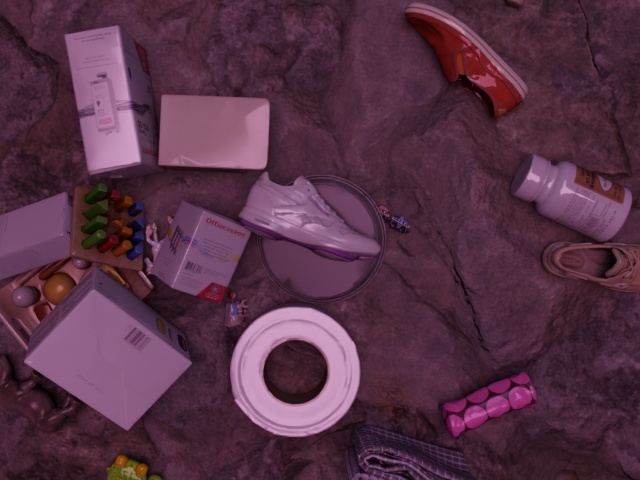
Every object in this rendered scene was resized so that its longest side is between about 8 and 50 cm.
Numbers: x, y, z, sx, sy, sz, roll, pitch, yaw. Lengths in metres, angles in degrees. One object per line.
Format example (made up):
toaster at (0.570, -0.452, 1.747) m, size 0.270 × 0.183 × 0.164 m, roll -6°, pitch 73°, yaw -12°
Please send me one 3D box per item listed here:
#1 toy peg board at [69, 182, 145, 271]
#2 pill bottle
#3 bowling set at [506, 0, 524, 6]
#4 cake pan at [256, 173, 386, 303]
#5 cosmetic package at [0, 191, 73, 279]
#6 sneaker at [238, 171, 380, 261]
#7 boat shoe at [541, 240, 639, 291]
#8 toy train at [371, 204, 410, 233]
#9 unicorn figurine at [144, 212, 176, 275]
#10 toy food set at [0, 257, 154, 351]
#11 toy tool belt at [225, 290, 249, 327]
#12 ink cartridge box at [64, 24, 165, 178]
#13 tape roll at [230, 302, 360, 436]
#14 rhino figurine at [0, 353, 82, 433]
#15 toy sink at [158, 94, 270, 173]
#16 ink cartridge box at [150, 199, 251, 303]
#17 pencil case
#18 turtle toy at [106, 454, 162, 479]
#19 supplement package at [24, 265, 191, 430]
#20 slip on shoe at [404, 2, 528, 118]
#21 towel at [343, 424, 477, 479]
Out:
toy peg board at (-0.431, -0.034, 1.450) m, size 0.079 × 0.160 × 0.161 m, roll -26°, pitch 59°, yaw 39°
pill bottle at (0.543, -0.099, 1.503) m, size 0.229 × 0.131 × 0.131 m, roll 24°, pitch 90°, yaw -1°
bowling set at (0.367, -0.642, 1.471) m, size 0.287 × 0.200 × 0.154 m, roll 22°, pitch 89°, yaw -5°
cake pan at (0.000, 0.000, 1.521) m, size 0.293 × 0.054 × 0.293 m, roll 0°, pitch 94°, yaw 4°
cosmetic package at (-0.622, -0.006, 1.471) m, size 0.231 × 0.085 × 0.117 m, roll -16°, pitch 57°, yaw 12°
sneaker at (-0.010, -0.051, 1.433) m, size 0.305 × 0.114 × 0.152 m, roll 20°, pitch 79°, yaw -4°
boat shoe at (0.652, 0.056, 1.520) m, size 0.302 × 0.098 × 0.109 m, roll 8°, pitch 90°, yaw -1°
toy train at (0.136, -0.063, 1.552) m, size 0.158 × 0.027 × 0.036 m, roll 30°, pitch 78°, yaw 0°
unicorn figurine at (-0.346, 0.008, 1.527) m, size 0.161 × 0.060 × 0.111 m, roll -21°, pitch 101°, yaw -6°
toy food set at (-0.548, 0.112, 1.511) m, size 0.306 × 0.092 × 0.220 m, roll -39°, pitch 90°, yaw 0°
toy tool belt at (-0.185, 0.155, 1.543) m, size 0.051 × 0.052 × 0.083 m, roll 3°, pitch 94°, yaw -32°
ink cartridge box at (-0.427, -0.280, 1.453) m, size 0.117 × 0.207 × 0.283 m, roll -10°, pitch 91°, yaw 1°
tape roll at (-0.056, 0.282, 1.515) m, size 0.286 × 0.100 × 0.286 m, roll 0°, pitch 91°, yaw -1°
rhino figurine at (-0.653, 0.334, 1.522) m, size 0.243 × 0.073 × 0.106 m, roll 34°, pitch 87°, yaw 1°
toy sink at (-0.219, -0.227, 1.495) m, size 0.234 × 0.131 × 0.153 m, roll 2°, pitch 90°, yaw 4°
ink cartridge box at (-0.257, 0.022, 1.476) m, size 0.128 × 0.127 × 0.176 m, roll 25°, pitch 90°, yaw -36°
pencil case at (0.373, 0.367, 1.526) m, size 0.209 × 0.098 × 0.095 m, roll -21°, pitch 46°, yaw 0°
turtle toy at (-0.414, 0.530, 1.528) m, size 0.130 × 0.066 × 0.095 m, roll 23°, pitch 90°, yaw -1°
supplement package at (-0.439, 0.224, 1.442) m, size 0.204 × 0.145 × 0.262 m, roll -46°, pitch 115°, yaw 1°
slip on shoe at (0.307, -0.398, 1.510) m, size 0.331 × 0.123 × 0.101 m, roll 41°, pitch 94°, yaw -5°
towel at (0.197, 0.490, 1.454) m, size 0.283 × 0.235 × 0.121 m, roll 18°, pitch 84°, yaw -1°
